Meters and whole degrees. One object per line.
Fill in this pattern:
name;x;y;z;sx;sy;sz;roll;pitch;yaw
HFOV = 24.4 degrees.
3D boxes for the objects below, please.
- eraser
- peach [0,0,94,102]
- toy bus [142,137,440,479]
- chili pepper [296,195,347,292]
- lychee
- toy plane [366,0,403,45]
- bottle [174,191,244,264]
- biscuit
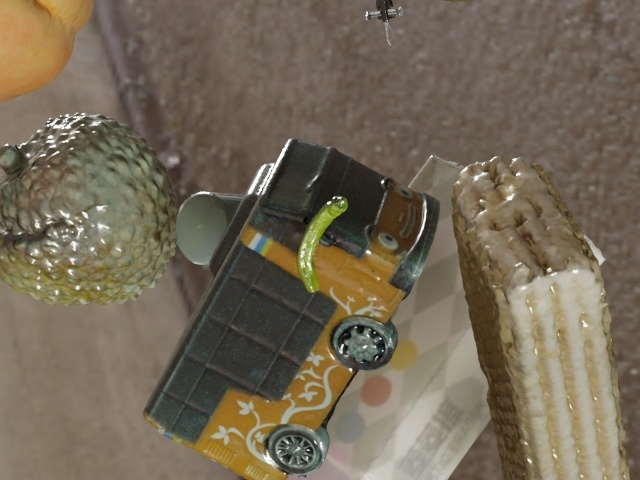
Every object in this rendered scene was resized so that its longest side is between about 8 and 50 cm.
eraser;0.094;0.118;1.541;0.213;0.082;0.397;29;79;38
peach;-0.199;-0.155;0.776;0.184;0.184;0.184;-176;90;-65
toy bus;-0.025;0.062;1.244;0.275;0.167;0.138;-58;5;32
chili pepper;-0.001;0.000;1.096;0.030;0.017;0.083;49;127;35
lychee;-0.305;-0.031;1.881;0.255;0.274;0.255;-32;27;18
toy plane;0.080;-0.361;2.000;0.078;0.053;0.197;-54;-44;-71
bottle;-0.041;-0.007;1.664;0.082;0.286;0.082;-2;86;38
biscuit;0.173;0.132;1.107;0.144;0.078;0.426;-111;4;-49
